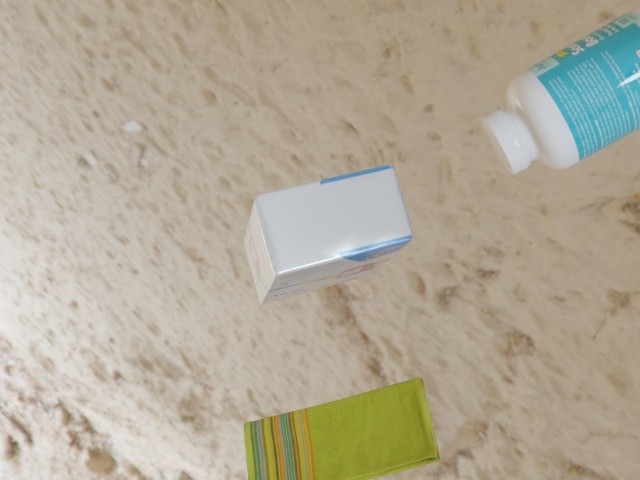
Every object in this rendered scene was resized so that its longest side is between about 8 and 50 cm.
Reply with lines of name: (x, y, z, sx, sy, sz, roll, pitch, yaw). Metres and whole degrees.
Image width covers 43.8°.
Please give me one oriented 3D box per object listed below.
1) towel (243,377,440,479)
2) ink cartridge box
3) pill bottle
towel: (0.018, 0.240, 0.948, 0.237, 0.102, 0.021, -18, 154, 16)
ink cartridge box: (0.000, 0.000, 0.524, 0.122, 0.089, 0.052, 127, 129, -76)
pill bottle: (0.355, -0.191, 1.069, 0.146, 0.264, 0.146, 59, -173, -12)
